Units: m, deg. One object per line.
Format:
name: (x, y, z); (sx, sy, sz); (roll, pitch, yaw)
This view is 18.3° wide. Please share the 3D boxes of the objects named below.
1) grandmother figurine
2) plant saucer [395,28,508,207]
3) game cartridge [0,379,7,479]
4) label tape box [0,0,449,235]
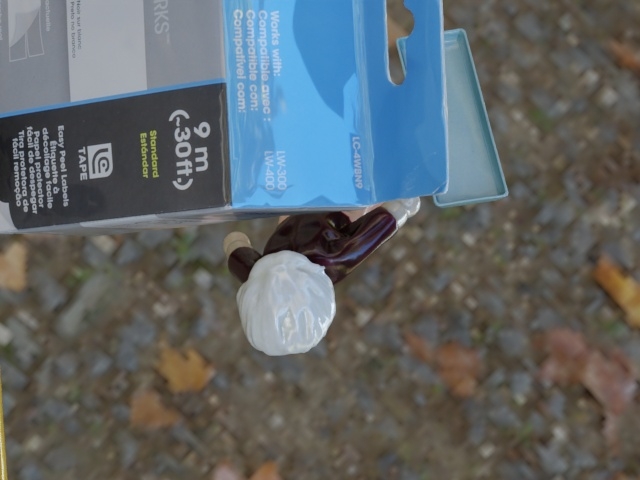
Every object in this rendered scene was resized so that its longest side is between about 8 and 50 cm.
grandmother figurine: (0.000, 0.000, 1.904); (0.104, 0.207, 0.342); (55, 27, -17)
plant saucer: (0.118, -0.110, 1.802); (0.067, 0.018, 0.192); (-8, 59, -5)
game cartridge: (-0.384, 0.182, 1.536); (0.285, 0.052, 0.324); (-4, 84, -20)
label tape box: (-0.082, -0.139, 1.398); (0.115, 0.347, 0.249); (1, 85, -50)
